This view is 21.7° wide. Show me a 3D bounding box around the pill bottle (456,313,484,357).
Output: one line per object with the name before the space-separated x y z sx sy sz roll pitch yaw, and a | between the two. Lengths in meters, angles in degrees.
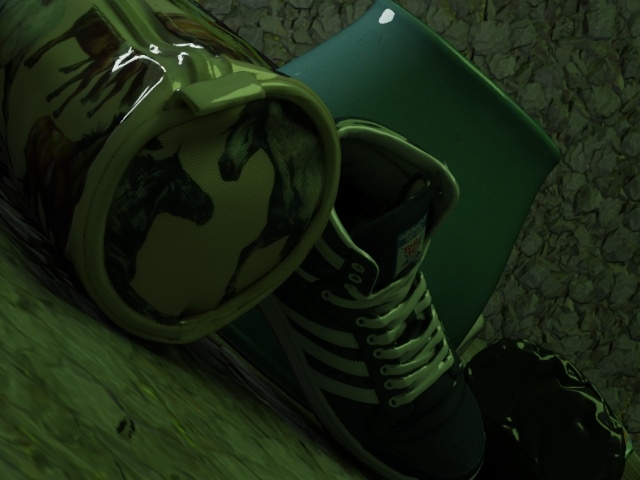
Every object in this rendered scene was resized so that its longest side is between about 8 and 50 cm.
pill bottle | 0.037 0.044 1.530 0.215 0.117 0.117 42 4 10

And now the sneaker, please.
sneaker | 0.046 0.044 1.037 0.153 0.099 0.282 -14 -65 55

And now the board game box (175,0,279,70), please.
board game box | -0.088 -0.183 1.786 0.347 0.056 0.208 39 6 17

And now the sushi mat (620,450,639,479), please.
sushi mat | 0.254 0.249 1.251 0.316 0.019 0.151 -123 -152 -54

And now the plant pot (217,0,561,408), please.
plant pot | 0.032 -0.028 1.242 0.271 0.255 0.271 42 3 -3

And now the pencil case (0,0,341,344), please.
pencil case | -0.139 -0.105 1.002 0.410 0.159 0.184 46 -29 48

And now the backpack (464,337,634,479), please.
backpack | 0.159 0.159 1.230 0.152 0.115 0.182 53 -15 21
